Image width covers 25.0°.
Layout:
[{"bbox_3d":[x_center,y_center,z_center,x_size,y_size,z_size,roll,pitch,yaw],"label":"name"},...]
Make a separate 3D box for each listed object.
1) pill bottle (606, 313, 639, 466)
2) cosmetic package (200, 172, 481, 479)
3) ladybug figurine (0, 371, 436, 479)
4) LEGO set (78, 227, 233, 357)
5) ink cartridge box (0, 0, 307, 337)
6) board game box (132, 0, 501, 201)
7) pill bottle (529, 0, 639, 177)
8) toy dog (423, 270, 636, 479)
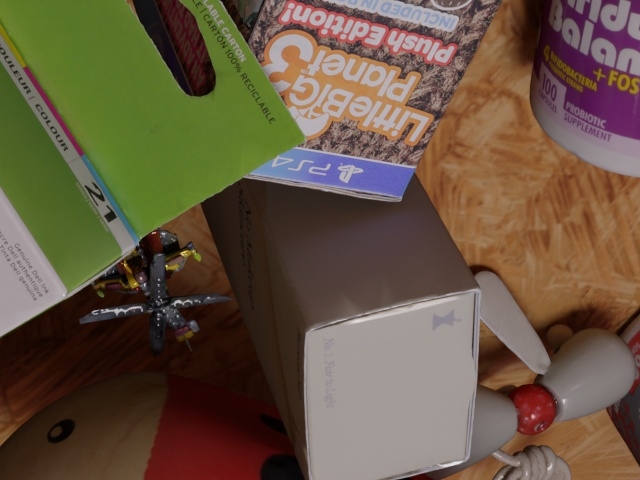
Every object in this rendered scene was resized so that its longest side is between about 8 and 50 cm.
[{"bbox_3d":[0.417,0.217,1.289,0.210,0.363,0.210,-11,131,-13],"label":"pill bottle"},{"bbox_3d":[0.000,0.000,0.980,0.113,0.309,0.160,-11,131,-11],"label":"cosmetic package"},{"bbox_3d":[-0.021,0.221,1.035,0.449,0.305,0.162,24,94,-11],"label":"ladybug figurine"},{"bbox_3d":[-0.230,-0.009,0.962,0.331,0.192,0.255,-11,131,-13],"label":"LEGO set"},{"bbox_3d":[-0.168,-0.062,0.790,0.255,0.097,0.189,-29,96,28],"label":"ink cartridge box"},{"bbox_3d":[0.010,-0.212,0.858,0.141,0.232,0.291,8,126,-27],"label":"board game box"},{"bbox_3d":[0.245,-0.206,0.997,0.169,0.169,0.302,-9,131,-14],"label":"pill bottle"},{"bbox_3d":[0.103,0.133,1.274,0.333,0.161,0.220,2,126,-42],"label":"toy dog"}]
